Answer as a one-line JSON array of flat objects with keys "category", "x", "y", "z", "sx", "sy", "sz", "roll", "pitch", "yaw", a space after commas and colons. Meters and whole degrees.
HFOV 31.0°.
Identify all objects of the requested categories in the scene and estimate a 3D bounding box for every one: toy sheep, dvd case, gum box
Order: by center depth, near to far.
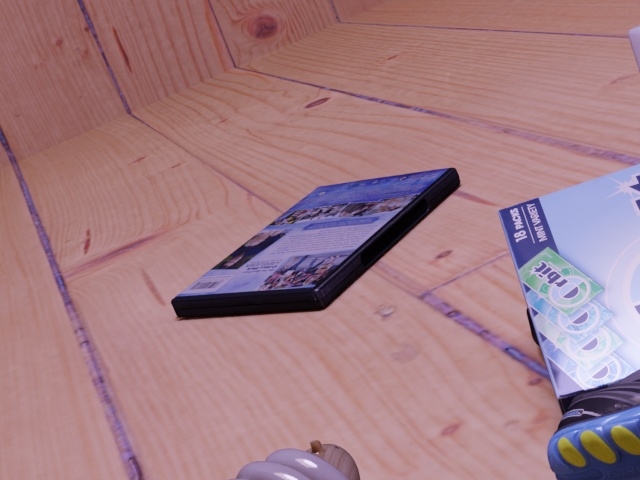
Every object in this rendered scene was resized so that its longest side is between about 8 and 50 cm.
[{"category": "toy sheep", "x": -0.023, "y": 0.152, "z": 0.567, "sx": 0.091, "sy": 0.091, "sz": 0.132, "roll": -4, "pitch": 38, "yaw": 44}, {"category": "gum box", "x": 0.209, "y": 0.016, "z": 0.662, "sx": 0.184, "sy": 0.041, "sz": 0.157, "roll": -19, "pitch": 42, "yaw": 10}, {"category": "dvd case", "x": 0.000, "y": 0.000, "z": 1.094, "sx": 0.180, "sy": 0.022, "sz": 0.253, "roll": -6, "pitch": 23, "yaw": 40}]

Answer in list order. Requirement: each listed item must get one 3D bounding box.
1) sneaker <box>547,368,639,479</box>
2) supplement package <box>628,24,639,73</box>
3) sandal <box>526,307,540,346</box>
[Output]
[{"category": "sneaker", "x": 0.200, "y": 0.075, "z": 0.550, "sx": 0.188, "sy": 0.067, "sz": 0.078, "roll": -17, "pitch": 24, "yaw": 26}, {"category": "supplement package", "x": 0.377, "y": -0.175, "z": 1.023, "sx": 0.179, "sy": 0.105, "sz": 0.105, "roll": -33, "pitch": 20, "yaw": -30}, {"category": "sandal", "x": 0.223, "y": -0.002, "z": 0.773, "sx": 0.254, "sy": 0.054, "sz": 0.097, "roll": -33, "pitch": 21, "yaw": -33}]
